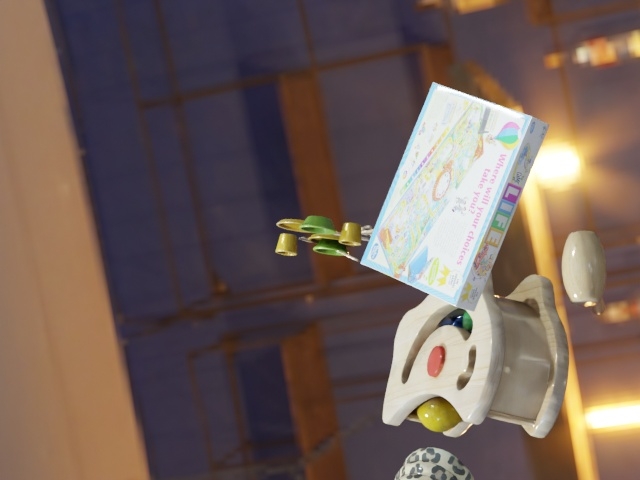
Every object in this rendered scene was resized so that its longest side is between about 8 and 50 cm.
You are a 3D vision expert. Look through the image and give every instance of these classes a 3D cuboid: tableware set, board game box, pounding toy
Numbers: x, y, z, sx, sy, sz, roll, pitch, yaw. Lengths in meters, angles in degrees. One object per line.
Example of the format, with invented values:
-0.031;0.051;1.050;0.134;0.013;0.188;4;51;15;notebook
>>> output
0.000;0.000;1.803;0.154;0.104;0.024;167;112;-66;tableware set
0.102;-0.035;1.392;0.026;0.103;0.154;19;-85;-49;board game box
0.178;0.113;1.596;0.269;0.155;0.154;135;144;-55;pounding toy

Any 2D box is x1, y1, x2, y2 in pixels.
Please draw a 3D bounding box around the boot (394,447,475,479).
0.062;0.282;1.359;0.178;0.085;0.236;-55;-27;-32;boot
